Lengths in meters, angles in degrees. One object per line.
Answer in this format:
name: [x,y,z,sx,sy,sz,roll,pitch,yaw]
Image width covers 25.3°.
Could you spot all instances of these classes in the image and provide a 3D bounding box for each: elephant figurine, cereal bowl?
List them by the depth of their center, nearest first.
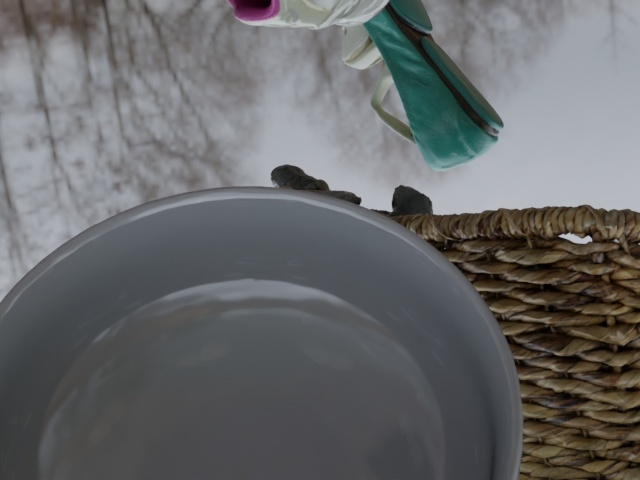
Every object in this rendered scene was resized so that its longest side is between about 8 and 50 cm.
cereal bowl: [-0.048,0.137,0.884,0.339,0.141,0.339,-2,-127,3]
elephant figurine: [0.000,0.000,1.550,0.239,0.169,0.186,21,170,21]

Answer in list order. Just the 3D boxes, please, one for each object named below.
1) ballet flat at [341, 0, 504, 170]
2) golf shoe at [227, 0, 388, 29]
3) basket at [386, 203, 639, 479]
ballet flat: [0.064,-0.159,1.225,0.087,0.247,0.083,-39,151,19]
golf shoe: [-0.077,-0.264,0.963,0.140,0.306,0.115,-30,164,-48]
basket: [0.175,0.054,1.040,0.213,0.223,0.299,-24,-167,-39]
